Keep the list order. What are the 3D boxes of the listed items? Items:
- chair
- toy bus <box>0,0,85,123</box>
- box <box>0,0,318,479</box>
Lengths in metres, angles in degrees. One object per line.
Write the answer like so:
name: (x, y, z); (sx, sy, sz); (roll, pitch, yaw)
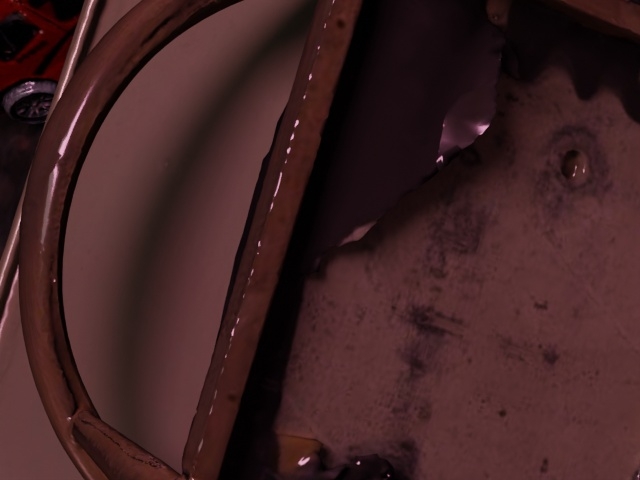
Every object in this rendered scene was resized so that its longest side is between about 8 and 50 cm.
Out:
chair: (0.045, 0.010, 0.430); (0.272, 0.166, 0.188); (8, 81, 62)
toy bus: (-0.110, -0.132, 0.806); (0.195, 0.089, 0.081); (-29, 61, 27)
box: (0.000, 0.000, 0.629); (0.138, 0.178, 0.274); (14, 85, 38)
